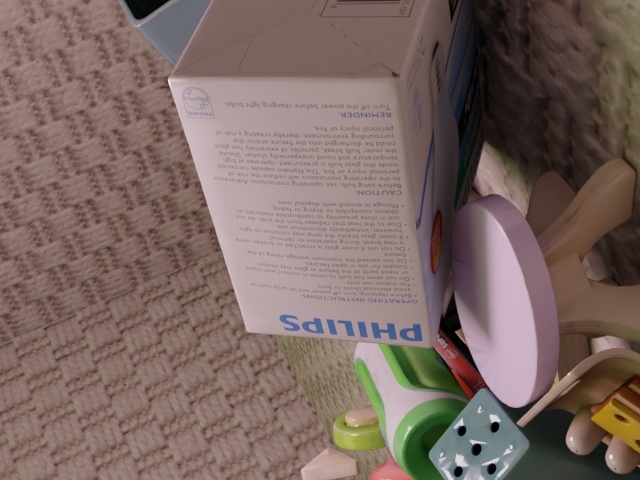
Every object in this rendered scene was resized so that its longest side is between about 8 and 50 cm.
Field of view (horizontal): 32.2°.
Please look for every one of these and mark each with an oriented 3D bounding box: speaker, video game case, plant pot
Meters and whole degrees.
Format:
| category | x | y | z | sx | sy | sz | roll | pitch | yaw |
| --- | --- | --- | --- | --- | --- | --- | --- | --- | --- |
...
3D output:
| category | x | y | z | sx | sy | sz | roll | pitch | yaw |
| --- | --- | --- | --- | --- | --- | --- | --- | --- | --- |
| speaker | 0.127 | 0.206 | 1.491 | 0.296 | 0.131 | 0.131 | -117 | 7 | -68 |
| video game case | 0.147 | 0.107 | 1.544 | 0.285 | 0.025 | 0.204 | 49 | -175 | 4 |
| plant pot | 0.252 | 0.270 | 1.283 | 0.234 | 0.165 | 0.165 | 28 | -166 | -36 |
| plant pot | -0.240 | -0.467 | 2.176 | 0.248 | 0.247 | 0.252 | 57 | -178 | 40 |

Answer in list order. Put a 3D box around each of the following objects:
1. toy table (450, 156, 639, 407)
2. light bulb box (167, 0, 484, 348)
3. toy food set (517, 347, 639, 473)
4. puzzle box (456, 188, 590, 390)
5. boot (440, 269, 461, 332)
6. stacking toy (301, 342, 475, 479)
| category | x | y | z | sx | sy | sz | roll | pitch | yaw |
| --- | --- | --- | --- | --- | --- | --- | --- | --- | --- |
| toy table | 0.244 | 0.040 | 1.156 | 0.274 | 0.161 | 0.252 | 87 | 157 | -58 |
| light bulb box | 0.034 | -0.135 | 1.197 | 0.361 | 0.225 | 0.358 | 77 | -156 | -44 |
| toy food set | 0.337 | 0.230 | 1.035 | 0.306 | 0.092 | 0.219 | 34 | 161 | 11 |
| puzzle box | 0.237 | 0.073 | 1.525 | 0.409 | 0.052 | 0.272 | 49 | 160 | 55 |
| boot | 0.125 | -0.034 | 1.438 | 0.280 | 0.096 | 0.264 | 57 | 179 | 15 |
| stacking toy | 0.122 | 0.258 | 1.690 | 0.309 | 0.280 | 0.130 | -34 | -64 | -65 |
